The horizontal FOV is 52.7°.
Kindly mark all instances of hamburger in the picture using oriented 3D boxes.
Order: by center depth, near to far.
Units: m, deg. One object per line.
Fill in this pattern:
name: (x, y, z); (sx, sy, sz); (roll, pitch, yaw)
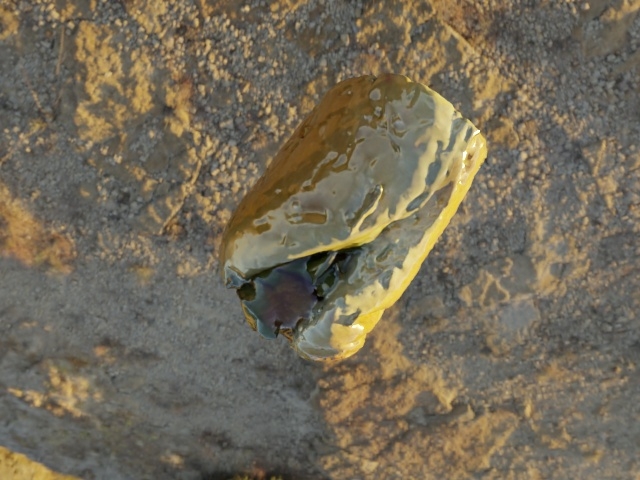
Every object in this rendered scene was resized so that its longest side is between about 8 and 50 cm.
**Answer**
hamburger: (0.000, 0.003, 0.587); (0.162, 0.209, 0.330); (38, 158, -3)
